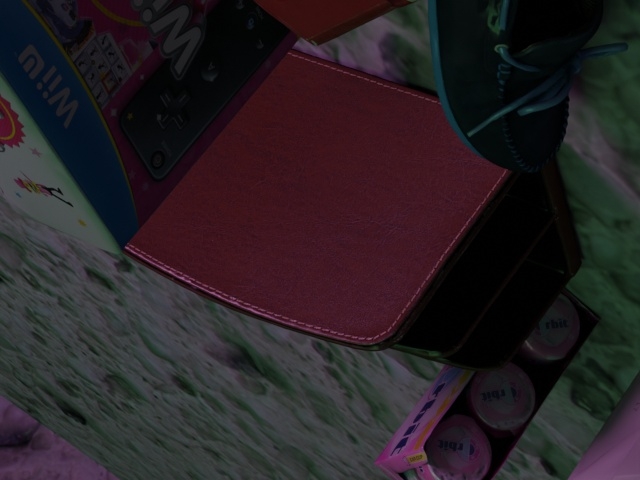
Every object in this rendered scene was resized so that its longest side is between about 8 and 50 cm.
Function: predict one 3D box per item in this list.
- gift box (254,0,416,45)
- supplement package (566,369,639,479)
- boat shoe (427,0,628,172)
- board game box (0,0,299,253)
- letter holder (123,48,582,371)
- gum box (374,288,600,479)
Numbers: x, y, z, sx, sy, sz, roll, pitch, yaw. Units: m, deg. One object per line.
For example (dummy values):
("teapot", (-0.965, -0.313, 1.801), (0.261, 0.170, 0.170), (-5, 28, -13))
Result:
("gift box", (0.013, -0.267, 0.559), (0.276, 0.258, 0.255), (40, 159, -22))
("supplement package", (0.347, 0.186, 1.014), (0.293, 0.177, 0.175), (43, 157, -10))
("boat shoe", (0.115, -0.124, 0.879), (0.089, 0.109, 0.258), (20, 154, 30))
("board game box", (-0.090, -0.180, 0.821), (0.097, 0.303, 0.224), (20, 151, 38))
("letter holder", (0.000, 0.000, 1.141), (0.302, 0.214, 0.152), (22, 152, 34))
("gum box", (0.128, 0.124, 1.215), (0.062, 0.188, 0.107), (40, 158, -3))
